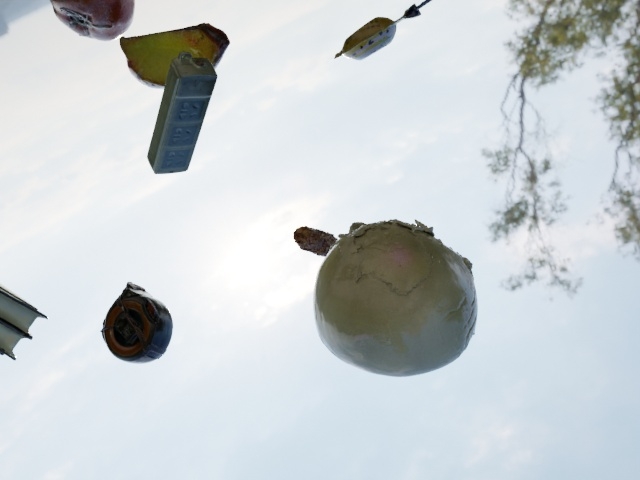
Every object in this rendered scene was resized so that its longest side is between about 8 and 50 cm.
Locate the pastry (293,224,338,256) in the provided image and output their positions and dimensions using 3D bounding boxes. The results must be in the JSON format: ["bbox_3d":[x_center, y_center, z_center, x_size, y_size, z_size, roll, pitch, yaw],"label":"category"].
[{"bbox_3d":[0.001,0.002,2.073,0.063,0.169,0.087,-33,-121,35],"label":"pastry"}]

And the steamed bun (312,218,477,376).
[{"bbox_3d":[0.148,0.105,1.505,0.334,0.233,0.312,-2,-144,6],"label":"steamed bun"}]

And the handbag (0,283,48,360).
[{"bbox_3d":[-0.904,0.141,1.900,0.160,0.358,0.237,-54,-146,-10],"label":"handbag"}]

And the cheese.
[{"bbox_3d":[0.139,-0.456,1.622,0.250,0.064,0.156,-30,-170,17],"label":"cheese"}]

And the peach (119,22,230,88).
[{"bbox_3d":[-0.354,-0.470,1.916,0.267,0.158,0.154,-11,-160,2],"label":"peach"}]

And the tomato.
[{"bbox_3d":[-0.591,-0.638,1.972,0.232,0.232,0.188,4,-116,46],"label":"tomato"}]

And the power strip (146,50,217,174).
[{"bbox_3d":[-0.254,-0.218,1.358,0.078,0.272,0.052,-9,-126,-33],"label":"power strip"}]

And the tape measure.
[{"bbox_3d":[-0.536,0.253,2.191,0.223,0.135,0.202,36,-83,30],"label":"tape measure"}]
